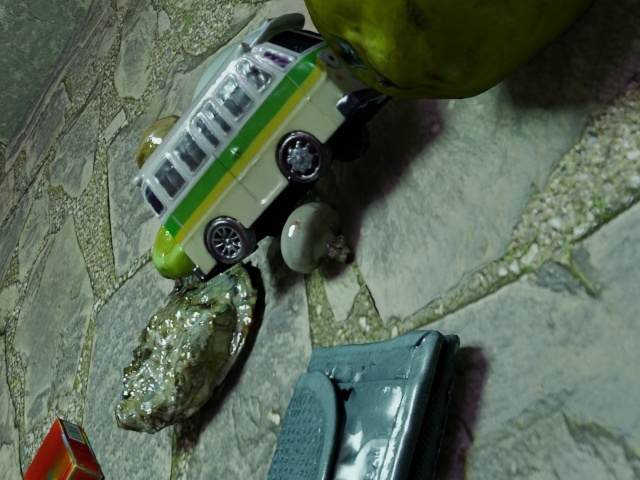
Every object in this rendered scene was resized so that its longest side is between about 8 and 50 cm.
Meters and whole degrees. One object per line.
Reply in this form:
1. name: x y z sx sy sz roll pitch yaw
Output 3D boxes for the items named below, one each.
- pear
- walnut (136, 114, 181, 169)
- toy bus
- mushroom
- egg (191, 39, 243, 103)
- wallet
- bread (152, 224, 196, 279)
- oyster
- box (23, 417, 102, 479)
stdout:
1. pear: 0.126 -0.331 0.935 0.352 0.352 0.413 7 88 62
2. walnut: -0.246 -0.145 1.679 0.124 0.105 0.105 -49 30 34
3. toy bus: -0.067 -0.116 1.201 0.305 0.179 0.143 -46 -7 30
4. mushroom: 0.000 0.000 1.158 0.079 0.085 0.085 18 80 26
5. egg: -0.094 -0.181 1.382 0.209 0.151 0.151 -37 37 41
6. wallet: 0.003 0.246 0.925 0.237 0.075 0.342 -18 51 58
7. bread: -0.184 0.002 1.465 0.139 0.071 0.130 -31 43 47
8. oyster: -0.170 0.129 1.315 0.198 0.092 0.259 17 78 59
9. box: -0.379 0.347 1.524 0.112 0.048 0.175 -60 27 3
